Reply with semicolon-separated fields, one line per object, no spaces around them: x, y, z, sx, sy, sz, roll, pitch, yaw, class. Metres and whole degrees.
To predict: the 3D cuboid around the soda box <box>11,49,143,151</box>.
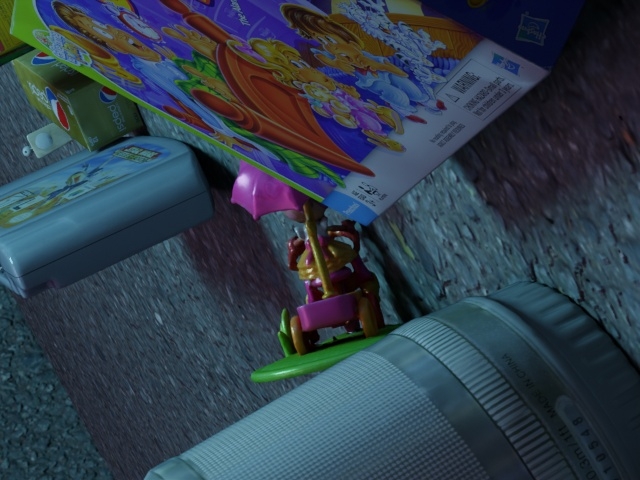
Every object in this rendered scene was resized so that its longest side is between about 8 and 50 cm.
-0.232;-0.143;1.874;0.181;0.058;0.061;36;151;59;soda box

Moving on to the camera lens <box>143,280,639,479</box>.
0.048;0.172;1.111;0.219;0.274;0.219;55;164;24;camera lens

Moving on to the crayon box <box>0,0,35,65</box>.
-0.335;-0.283;1.748;0.278;0.165;0.081;62;166;-5;crayon box

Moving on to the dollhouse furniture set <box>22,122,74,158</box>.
-0.238;-0.073;1.974;0.114;0.081;0.091;62;165;-5;dollhouse furniture set

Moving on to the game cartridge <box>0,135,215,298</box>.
-0.205;-0.028;1.720;0.062;0.198;0.297;65;164;-16;game cartridge

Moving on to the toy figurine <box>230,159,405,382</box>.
0.000;0.000;1.340;0.173;0.130;0.159;-17;-89;-81;toy figurine

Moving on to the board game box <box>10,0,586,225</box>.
-0.025;-0.124;0.975;0.233;0.078;0.347;28;166;-5;board game box
